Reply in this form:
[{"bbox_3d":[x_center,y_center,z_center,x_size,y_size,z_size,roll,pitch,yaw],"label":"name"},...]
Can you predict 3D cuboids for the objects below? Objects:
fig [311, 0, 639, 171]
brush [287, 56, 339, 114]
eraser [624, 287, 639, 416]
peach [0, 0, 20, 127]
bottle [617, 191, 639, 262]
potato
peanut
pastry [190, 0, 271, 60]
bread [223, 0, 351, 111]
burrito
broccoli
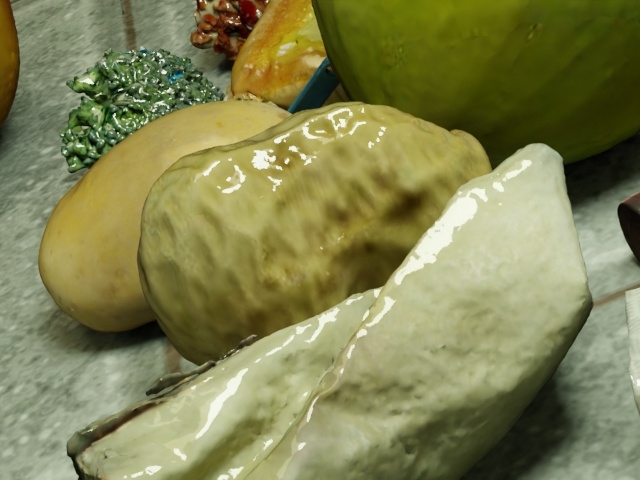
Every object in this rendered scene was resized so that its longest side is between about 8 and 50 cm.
[{"bbox_3d":[0.146,-0.201,1.171,0.343,0.343,0.343,-18,30,11],"label":"fig"},{"bbox_3d":[-0.022,-0.088,1.276,0.164,0.051,0.014,-50,29,46],"label":"brush"},{"bbox_3d":[0.361,0.031,0.842,0.404,0.098,0.096,-16,30,13],"label":"eraser"},{"bbox_3d":[-0.456,-0.177,1.574,0.290,0.372,0.373,-6,11,-44],"label":"peach"},{"bbox_3d":[0.272,-0.040,1.061,0.164,0.060,0.060,-29,30,-11],"label":"bottle"},{"bbox_3d":[-0.104,-0.021,1.236,0.234,0.146,0.150,-19,1,9],"label":"potato"},{"bbox_3d":[0.000,0.000,1.060,0.233,0.196,0.110,-26,45,-8],"label":"peanut"},{"bbox_3d":[-0.052,-0.250,1.596,0.115,0.097,0.208,7,39,14],"label":"pastry"},{"bbox_3d":[0.035,-0.178,1.401,0.153,0.119,0.288,-9,33,31],"label":"bread"},{"bbox_3d":[0.024,0.094,0.937,0.332,0.190,0.135,-33,64,-12],"label":"burrito"},{"bbox_3d":[-0.150,-0.082,1.383,0.160,0.154,0.167,-55,15,29],"label":"broccoli"}]
